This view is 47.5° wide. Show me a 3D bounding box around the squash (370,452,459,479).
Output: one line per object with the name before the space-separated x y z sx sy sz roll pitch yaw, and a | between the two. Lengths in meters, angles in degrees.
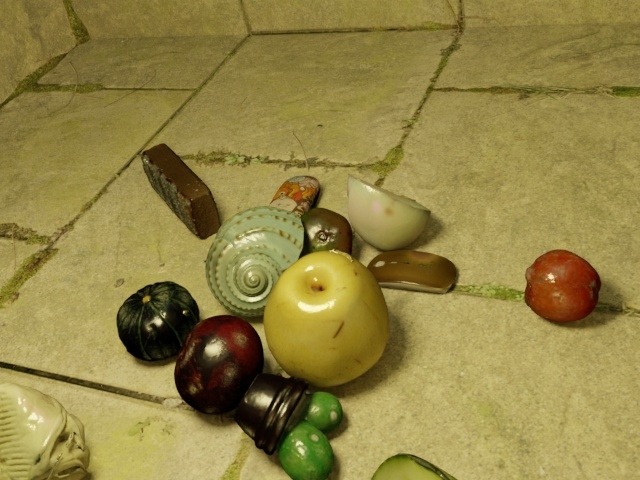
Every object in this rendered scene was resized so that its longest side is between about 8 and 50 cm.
squash | 0.175 0.505 1.273 0.309 0.210 0.233 29 99 35

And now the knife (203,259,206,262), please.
knife | -0.266 0.052 2.140 0.170 0.010 0.023 -7 40 13

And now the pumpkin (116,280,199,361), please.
pumpkin | -0.421 0.208 1.882 0.221 0.161 0.220 -12 34 8

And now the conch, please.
conch | -0.191 0.036 1.928 0.302 0.215 0.319 -63 32 5

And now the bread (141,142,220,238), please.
bread | -0.453 -0.163 2.341 0.113 0.165 0.416 -28 40 -18

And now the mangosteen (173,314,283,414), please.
mangosteen | -0.204 0.300 1.691 0.262 0.235 0.235 27 39 -15

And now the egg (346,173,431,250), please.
egg | 0.173 -0.055 1.980 0.206 0.161 0.271 32 13 37

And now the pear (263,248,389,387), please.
pear | 0.013 0.179 1.675 0.309 0.309 0.309 -9 39 7

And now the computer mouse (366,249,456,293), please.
computer mouse | 0.231 0.081 1.908 0.245 0.056 0.126 5 42 26

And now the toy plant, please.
toy plant | -0.060 0.391 1.547 0.235 0.175 0.218 26 42 7

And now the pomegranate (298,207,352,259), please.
pomegranate | 0.000 0.000 2.011 0.180 0.179 0.210 -24 1 -11

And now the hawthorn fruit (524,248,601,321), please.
hawthorn fruit | 0.562 0.106 1.681 0.173 0.172 0.172 -9 39 7

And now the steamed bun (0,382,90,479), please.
steamed bun | -0.637 0.454 1.611 0.280 0.207 0.268 40 101 26

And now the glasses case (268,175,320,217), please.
glasses case | -0.092 -0.089 2.197 0.122 0.082 0.321 4 42 19
